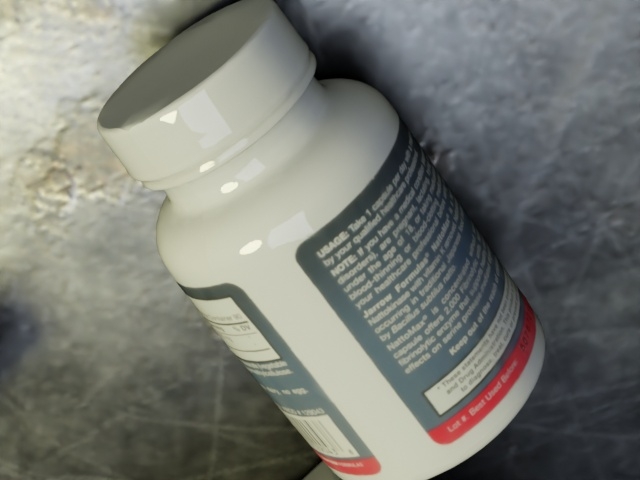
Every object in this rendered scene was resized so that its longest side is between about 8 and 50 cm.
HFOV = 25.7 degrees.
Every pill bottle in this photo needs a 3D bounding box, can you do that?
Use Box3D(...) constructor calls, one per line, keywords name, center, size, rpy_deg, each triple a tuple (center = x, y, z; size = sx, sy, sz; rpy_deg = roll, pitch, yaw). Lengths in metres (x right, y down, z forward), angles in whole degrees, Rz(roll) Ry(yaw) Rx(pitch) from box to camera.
Box3D(name="pill bottle", center=(0.000, 0.000, 0.547), size=(0.108, 0.108, 0.180), rpy_deg=(-31, 114, 12))

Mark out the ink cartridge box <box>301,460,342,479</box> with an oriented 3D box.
Box3D(name="ink cartridge box", center=(-0.023, 0.334, 0.617), size=(0.384, 0.160, 0.279), rpy_deg=(-44, 106, -1))
